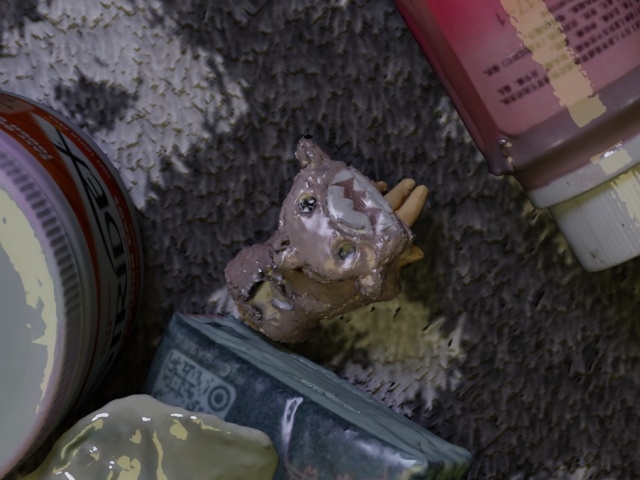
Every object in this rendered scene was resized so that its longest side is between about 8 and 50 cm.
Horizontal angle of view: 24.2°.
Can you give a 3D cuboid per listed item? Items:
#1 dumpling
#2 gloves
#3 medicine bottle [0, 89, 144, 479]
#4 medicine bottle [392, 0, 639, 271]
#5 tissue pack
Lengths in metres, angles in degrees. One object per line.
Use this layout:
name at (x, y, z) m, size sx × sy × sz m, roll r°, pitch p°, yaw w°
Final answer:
dumpling at (-0.128, 0.176, 0.899) m, size 0.151 × 0.124 × 0.229 m, roll 28°, pitch 111°, yaw -25°
gloves at (0.003, 0.009, 1.008) m, size 0.110 × 0.094 × 0.144 m, roll 35°, pitch 107°, yaw 11°
medicine bottle at (-0.254, 0.030, 0.954) m, size 0.252 × 0.241 × 0.252 m, roll 1°, pitch 99°, yaw 5°
medicine bottle at (0.152, -0.109, 0.952) m, size 0.147 × 0.147 × 0.247 m, roll -30°, pitch 95°, yaw 8°
tissue pack at (-0.060, 0.233, 0.996) m, size 0.228 × 0.103 × 0.316 m, roll 27°, pitch 100°, yaw 33°
